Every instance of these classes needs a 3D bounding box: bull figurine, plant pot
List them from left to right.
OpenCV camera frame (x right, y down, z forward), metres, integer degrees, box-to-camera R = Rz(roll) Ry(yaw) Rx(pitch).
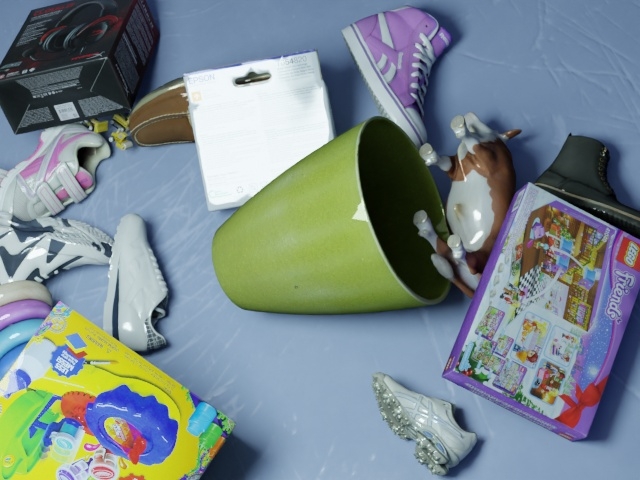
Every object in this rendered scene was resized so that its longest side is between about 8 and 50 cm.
[{"bbox_3d":[0.000,0.000,1.720,0.293,0.275,0.275,-20,56,27],"label":"plant pot"},{"bbox_3d":[0.220,-0.068,1.715,0.101,0.188,0.310,-17,61,35],"label":"bull figurine"}]

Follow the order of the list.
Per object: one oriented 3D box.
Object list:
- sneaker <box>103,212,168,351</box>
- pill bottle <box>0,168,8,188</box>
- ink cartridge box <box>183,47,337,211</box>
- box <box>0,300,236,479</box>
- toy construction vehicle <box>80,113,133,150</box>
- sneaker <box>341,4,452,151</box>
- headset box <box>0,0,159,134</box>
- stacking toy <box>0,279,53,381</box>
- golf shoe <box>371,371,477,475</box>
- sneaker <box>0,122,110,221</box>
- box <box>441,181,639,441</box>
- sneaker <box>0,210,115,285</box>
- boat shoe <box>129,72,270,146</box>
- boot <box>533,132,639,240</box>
[{"bbox_3d":[-0.282,0.066,1.868,0.094,0.090,0.235,-2,65,3],"label":"sneaker"},{"bbox_3d":[-0.561,-0.048,2.016,0.078,0.078,0.137,-4,61,16],"label":"pill bottle"},{"bbox_3d":[-0.088,-0.172,1.869,0.223,0.045,0.224,-9,97,8],"label":"ink cartridge box"},{"bbox_3d":[-0.320,0.284,1.621,0.290,0.177,0.279,35,75,-6],"label":"box"},{"bbox_3d":[-0.345,-0.196,2.021,0.098,0.086,0.035,37,118,17],"label":"toy construction vehicle"},{"bbox_3d":[0.148,-0.272,1.893,0.161,0.102,0.282,-22,58,2],"label":"sneaker"},{"bbox_3d":[-0.413,-0.322,2.053,0.218,0.110,0.293,-9,37,14],"label":"headset box"},{"bbox_3d":[-0.421,0.227,1.802,0.141,0.141,0.330,-30,64,0],"label":"stacking toy"},{"bbox_3d":[0.142,0.241,1.644,0.086,0.069,0.176,-28,58,-22],"label":"golf shoe"},{"bbox_3d":[-0.444,-0.100,1.992,0.111,0.103,0.252,19,70,28],"label":"sneaker"},{"bbox_3d":[0.309,0.095,1.606,0.201,0.057,0.293,27,70,-5],"label":"box"},{"bbox_3d":[-0.454,0.046,1.932,0.235,0.153,0.094,7,25,-17],"label":"sneaker"},{"bbox_3d":[-0.155,-0.204,1.944,0.324,0.122,0.120,-14,64,10],"label":"boat shoe"},{"bbox_3d":[0.412,-0.082,1.718,0.198,0.077,0.137,24,67,27],"label":"boot"}]
